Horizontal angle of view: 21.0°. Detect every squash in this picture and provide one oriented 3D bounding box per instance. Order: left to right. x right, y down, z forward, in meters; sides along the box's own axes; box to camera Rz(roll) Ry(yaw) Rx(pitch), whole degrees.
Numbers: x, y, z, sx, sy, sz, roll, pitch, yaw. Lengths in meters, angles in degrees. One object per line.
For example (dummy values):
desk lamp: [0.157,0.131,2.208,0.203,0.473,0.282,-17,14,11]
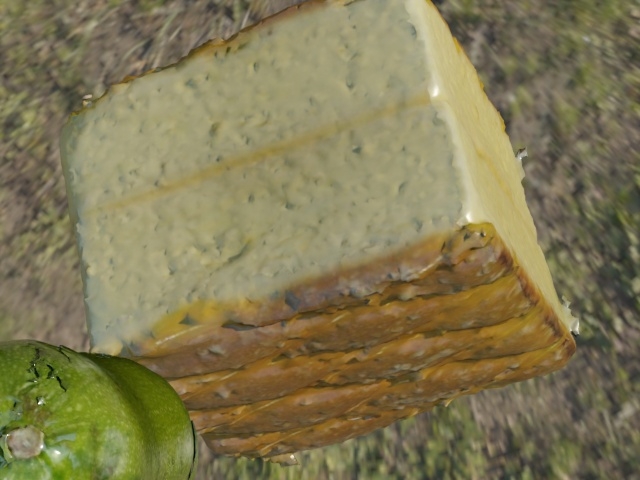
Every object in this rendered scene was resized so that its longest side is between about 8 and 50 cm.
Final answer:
squash: [-0.092,0.080,0.652,0.087,0.331,0.087,0,86,3]

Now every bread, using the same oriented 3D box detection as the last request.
bread: [0.000,0.000,1.149,0.279,0.279,0.207,-19,66,16]
